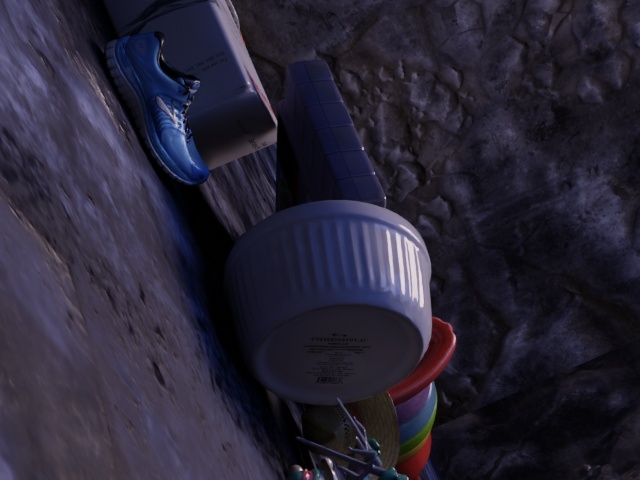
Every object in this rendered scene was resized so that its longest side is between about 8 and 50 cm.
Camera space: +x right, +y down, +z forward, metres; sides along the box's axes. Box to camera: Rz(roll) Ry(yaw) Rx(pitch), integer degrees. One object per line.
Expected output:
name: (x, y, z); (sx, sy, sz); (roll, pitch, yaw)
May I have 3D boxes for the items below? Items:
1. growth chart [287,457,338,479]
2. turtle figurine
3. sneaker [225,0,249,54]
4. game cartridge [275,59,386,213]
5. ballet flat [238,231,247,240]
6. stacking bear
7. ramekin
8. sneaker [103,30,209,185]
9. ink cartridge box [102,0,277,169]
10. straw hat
growth chart: (0.024, 0.300, 1.073); (0.237, 0.021, 0.172); (47, 19, -79)
turtle figurine: (0.050, 0.237, 0.921); (0.234, 0.118, 0.175); (34, 2, -13)
sneaker: (-0.167, -0.294, 1.609); (0.121, 0.108, 0.302); (-112, -176, -48)
game cartridge: (0.000, 0.000, 1.194); (0.355, 0.068, 0.230); (94, -23, -48)
ballet flat: (-0.071, 0.042, 1.290); (0.041, 0.041, 0.114); (-84, 151, -83)
stacking bear: (0.085, 0.229, 1.415); (0.175, 0.164, 0.289); (22, -33, 27)
ramekin: (0.012, 0.069, 1.017); (0.207, 0.207, 0.109); (62, 14, -47)
sneaker: (-0.143, -0.126, 1.013); (0.063, 0.073, 0.162); (-107, 172, -67)
ink cartridge box: (-0.158, -0.236, 1.197); (0.198, 0.114, 0.273); (50, 16, -76)
straw hat: (0.013, 0.195, 1.097); (0.144, 0.061, 0.144); (13, -74, 53)
